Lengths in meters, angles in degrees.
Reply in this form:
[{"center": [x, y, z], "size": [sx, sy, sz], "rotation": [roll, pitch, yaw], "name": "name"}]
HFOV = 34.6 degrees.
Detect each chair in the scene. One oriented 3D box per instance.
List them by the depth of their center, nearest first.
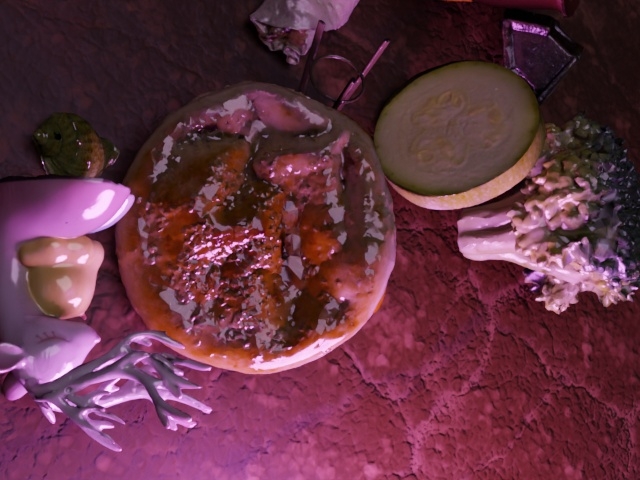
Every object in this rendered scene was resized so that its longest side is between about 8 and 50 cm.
[{"center": [0.007, -0.203, 1.426], "size": [0.095, 0.221, 0.104], "rotation": [37, 54, 7], "name": "chair"}]

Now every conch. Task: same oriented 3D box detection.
[{"center": [-0.312, -0.113, 1.295], "size": [0.121, 0.074, 0.089], "rotation": [17, 106, -45], "name": "conch"}]

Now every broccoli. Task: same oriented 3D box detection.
[{"center": [0.355, -0.017, 1.572], "size": [0.348, 0.280, 0.293], "rotation": [-60, 142, -61], "name": "broccoli"}]

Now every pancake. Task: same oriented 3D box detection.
[{"center": [-0.080, -0.015, 1.324], "size": [0.386, 0.082, 0.387], "rotation": [0, 90, -7], "name": "pancake"}]

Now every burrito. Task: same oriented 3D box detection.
[{"center": [0.041, -0.419, 1.539], "size": [0.117, 0.076, 0.392], "rotation": [48, 64, -23], "name": "burrito"}]

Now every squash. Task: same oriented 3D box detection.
[{"center": [0.199, -0.159, 1.514], "size": [0.252, 0.252, 0.049], "rotation": [-64, 148, -22], "name": "squash"}]

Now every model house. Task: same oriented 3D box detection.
[{"center": [0.354, -0.325, 1.711], "size": [0.152, 0.106, 0.165], "rotation": [45, 27, -5], "name": "model house"}]

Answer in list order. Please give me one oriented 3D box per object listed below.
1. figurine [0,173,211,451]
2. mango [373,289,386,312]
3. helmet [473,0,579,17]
[{"center": [-0.263, 0.090, 1.187], "size": [0.284, 0.206, 0.316], "rotation": [4, 86, -4], "name": "figurine"}, {"center": [0.000, 0.000, 1.431], "size": [0.138, 0.113, 0.253], "rotation": [-44, 98, -24], "name": "mango"}, {"center": [0.262, -0.494, 1.569], "size": [0.385, 0.230, 0.338], "rotation": [-70, 148, -48], "name": "helmet"}]
